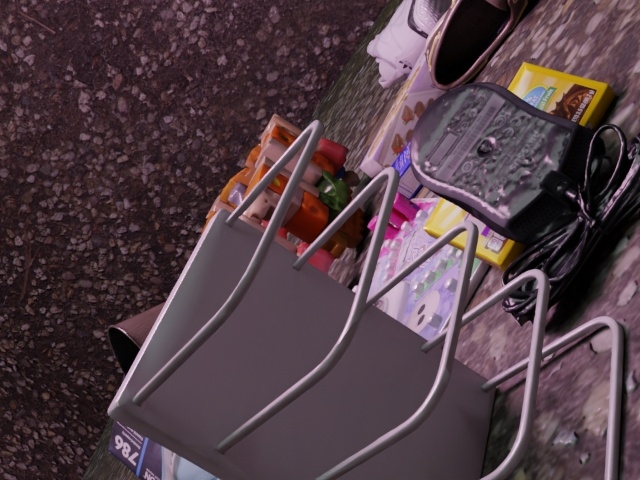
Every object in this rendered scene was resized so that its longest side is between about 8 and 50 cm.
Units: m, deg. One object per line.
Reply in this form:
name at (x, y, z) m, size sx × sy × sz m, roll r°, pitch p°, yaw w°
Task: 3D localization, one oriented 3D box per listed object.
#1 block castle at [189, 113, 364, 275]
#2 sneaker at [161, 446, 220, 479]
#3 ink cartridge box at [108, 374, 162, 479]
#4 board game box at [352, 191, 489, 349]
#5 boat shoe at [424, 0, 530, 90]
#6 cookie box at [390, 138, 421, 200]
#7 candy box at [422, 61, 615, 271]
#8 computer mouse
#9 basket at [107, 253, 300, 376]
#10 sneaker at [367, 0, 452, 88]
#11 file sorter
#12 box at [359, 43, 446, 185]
block castle at (-0.079, 0.006, 1.531) m, size 0.303 × 0.213 × 0.453 m, roll -53°, pitch 14°, yaw 29°
sneaker at (-0.078, 0.322, 0.906) m, size 0.208 × 0.127 × 0.319 m, roll 47°, pitch 148°, yaw 40°
ink cartridge box at (-0.246, 0.288, 1.390) m, size 0.065 × 0.165 × 0.332 m, roll -17°, pitch -51°, yaw -49°
board game box at (0.057, 0.105, 1.084) m, size 0.390 × 0.050 × 0.390 m, roll -59°, pitch 10°, yaw -4°
boat shoe at (0.262, -0.370, 1.340) m, size 0.324 × 0.117 × 0.096 m, roll -55°, pitch 15°, yaw 36°
cookie box at (0.149, -0.125, 1.340) m, size 0.107 × 0.040 × 0.092 m, roll -54°, pitch 12°, yaw 22°
candy box at (0.195, -0.076, 0.882) m, size 0.105 × 0.027 × 0.205 m, roll 28°, pitch 85°, yaw 44°
computer mouse at (0.179, -0.052, 0.802) m, size 0.188 × 0.072 × 0.272 m, roll -52°, pitch 38°, yaw 9°
basket at (-0.100, 0.124, 1.046) m, size 0.227 × 0.204 × 0.154 m, roll -35°, pitch 14°, yaw -28°
sneaker at (0.200, -0.456, 1.784) m, size 0.210 × 0.137 × 0.365 m, roll -46°, pitch 19°, yaw 40°
file sorter at (0.043, 0.079, 0.607) m, size 0.173 × 0.278 × 0.192 m, roll -45°, pitch 17°, yaw 44°
box at (0.170, -0.244, 1.521) m, size 0.324 × 0.063 × 0.067 m, roll -61°, pitch 12°, yaw -17°
